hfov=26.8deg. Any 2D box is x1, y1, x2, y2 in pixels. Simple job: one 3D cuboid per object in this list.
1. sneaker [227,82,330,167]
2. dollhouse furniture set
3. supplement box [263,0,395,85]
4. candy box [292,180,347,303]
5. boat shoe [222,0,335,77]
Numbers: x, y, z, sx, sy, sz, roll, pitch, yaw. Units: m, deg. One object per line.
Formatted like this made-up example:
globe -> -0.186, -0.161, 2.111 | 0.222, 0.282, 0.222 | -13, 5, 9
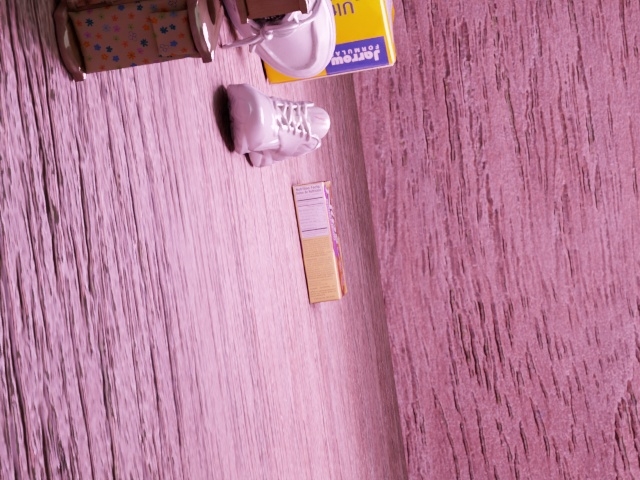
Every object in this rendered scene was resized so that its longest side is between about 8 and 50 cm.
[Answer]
sneaker -> -0.049, -0.151, 1.669 | 0.232, 0.115, 0.090 | 21, 61, -81
dollhouse furniture set -> -0.113, -0.220, 1.006 | 0.101, 0.181, 0.161 | -87, 167, -57
supplement box -> -0.015, -0.437, 1.950 | 0.194, 0.195, 0.357 | -86, 165, -58
candy box -> 0.000, 0.000, 2.121 | 0.109, 0.053, 0.187 | -23, 106, -82
boat shoe -> -0.065, -0.301, 1.650 | 0.367, 0.135, 0.157 | 68, 15, -50
